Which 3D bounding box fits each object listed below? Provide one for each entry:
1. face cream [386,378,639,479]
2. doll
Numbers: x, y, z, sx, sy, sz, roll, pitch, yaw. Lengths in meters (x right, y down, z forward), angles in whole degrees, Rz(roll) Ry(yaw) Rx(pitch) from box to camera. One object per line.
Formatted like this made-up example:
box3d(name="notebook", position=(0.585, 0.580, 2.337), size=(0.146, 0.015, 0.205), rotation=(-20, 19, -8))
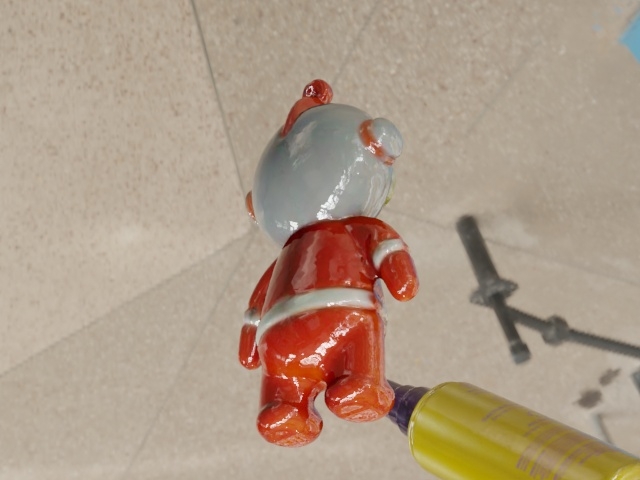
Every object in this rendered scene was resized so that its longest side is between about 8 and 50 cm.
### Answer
box3d(name="face cream", position=(0.126, 0.154, 0.803), size=(0.078, 0.273, 0.078), rotation=(-8, 104, -32))
box3d(name="doll", position=(0.000, 0.000, 0.658), size=(0.142, 0.245, 0.076), rotation=(-27, 137, 34))
